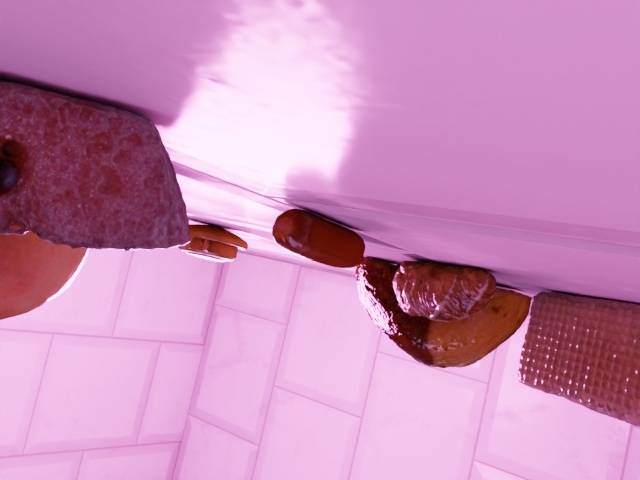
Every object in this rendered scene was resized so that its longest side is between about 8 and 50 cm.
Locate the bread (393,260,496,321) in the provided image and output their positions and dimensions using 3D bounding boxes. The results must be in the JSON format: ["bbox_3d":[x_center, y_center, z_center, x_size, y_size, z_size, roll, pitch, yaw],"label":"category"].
[{"bbox_3d":[0.153,0.068,0.846,0.104,0.076,0.233,12,175,-14],"label":"bread"}]

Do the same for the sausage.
[{"bbox_3d":[0.000,0.000,0.595,0.039,0.041,0.131,17,178,29],"label":"sausage"}]

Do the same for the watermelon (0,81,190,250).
[{"bbox_3d":[-0.177,-0.045,0.330,0.241,0.095,0.154,10,-177,8],"label":"watermelon"}]

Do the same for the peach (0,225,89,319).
[{"bbox_3d":[-0.318,-0.008,0.602,0.184,0.184,0.184,13,176,1],"label":"peach"}]

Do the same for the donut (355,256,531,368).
[{"bbox_3d":[0.170,0.116,1.018,0.295,0.151,0.112,12,166,21],"label":"donut"}]

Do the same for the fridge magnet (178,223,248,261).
[{"bbox_3d":[-0.206,0.003,1.187,0.143,0.063,0.143,11,173,1],"label":"fridge magnet"}]

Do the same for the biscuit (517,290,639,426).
[{"bbox_3d":[0.392,0.147,0.690,0.078,0.144,0.426,16,175,-25],"label":"biscuit"}]
